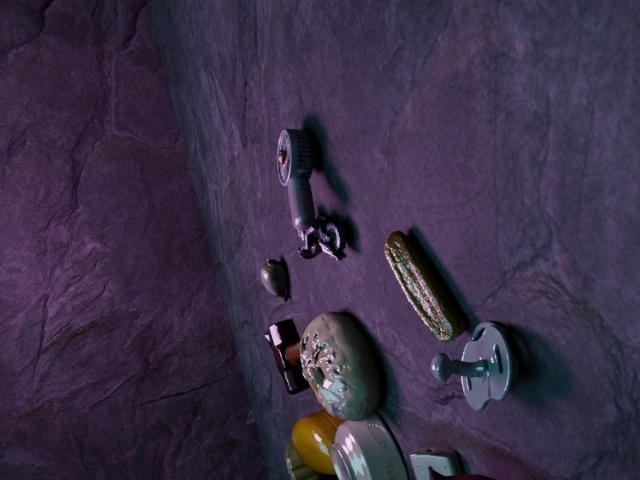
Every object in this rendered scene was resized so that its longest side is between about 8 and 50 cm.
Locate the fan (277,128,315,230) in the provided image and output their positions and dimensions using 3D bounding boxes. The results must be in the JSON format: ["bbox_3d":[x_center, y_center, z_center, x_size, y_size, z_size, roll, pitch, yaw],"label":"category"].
[{"bbox_3d":[-0.053,-0.138,1.207,0.130,0.074,0.244,124,141,-60],"label":"fan"}]

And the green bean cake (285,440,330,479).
[{"bbox_3d":[-0.039,0.825,1.872,0.222,0.125,0.248,114,134,-81],"label":"green bean cake"}]

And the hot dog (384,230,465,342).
[{"bbox_3d":[0.172,0.077,0.905,0.066,0.047,0.215,-45,57,25],"label":"hot dog"}]

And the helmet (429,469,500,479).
[{"bbox_3d":[0.279,0.446,0.781,0.253,0.154,0.198,-104,-10,-54],"label":"helmet"}]

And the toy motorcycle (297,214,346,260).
[{"bbox_3d":[0.000,0.000,1.243,0.212,0.084,0.118,23,119,58],"label":"toy motorcycle"}]

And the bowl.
[{"bbox_3d":[0.107,0.552,1.340,0.238,0.126,0.237,164,90,-71],"label":"bowl"}]

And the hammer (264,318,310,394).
[{"bbox_3d":[-0.063,0.340,1.664,0.242,0.095,0.409,68,157,14],"label":"hammer"}]

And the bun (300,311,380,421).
[{"bbox_3d":[0.032,0.317,1.316,0.287,0.146,0.287,166,90,-71],"label":"bun"}]

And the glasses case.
[{"bbox_3d":[0.005,0.611,1.621,0.173,0.141,0.371,69,159,14],"label":"glasses case"}]

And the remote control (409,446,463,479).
[{"bbox_3d":[0.246,0.514,1.026,0.098,0.038,0.233,-18,90,39],"label":"remote control"}]

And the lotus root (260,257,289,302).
[{"bbox_3d":[-0.147,0.130,1.731,0.088,0.088,0.165,43,154,54],"label":"lotus root"}]

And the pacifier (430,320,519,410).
[{"bbox_3d":[0.217,0.178,0.778,0.150,0.117,0.126,113,162,-65],"label":"pacifier"}]
